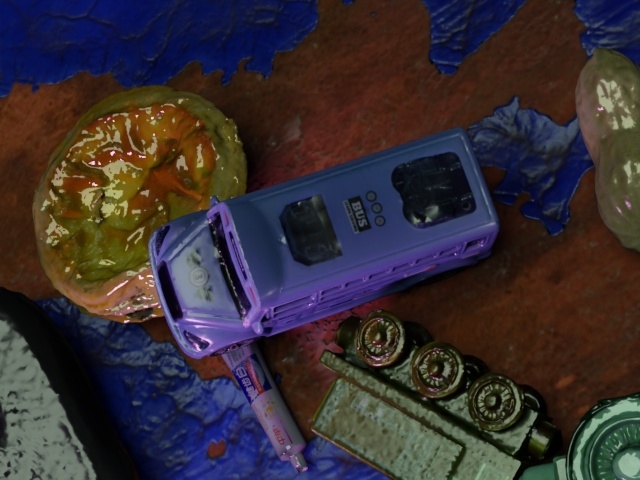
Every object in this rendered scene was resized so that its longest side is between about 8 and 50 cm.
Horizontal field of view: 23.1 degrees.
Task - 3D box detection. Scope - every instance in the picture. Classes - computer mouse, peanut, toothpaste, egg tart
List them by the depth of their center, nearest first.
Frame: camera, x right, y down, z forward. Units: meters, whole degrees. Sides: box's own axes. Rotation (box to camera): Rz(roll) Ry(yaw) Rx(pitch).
[{"bbox_3d":[0.263,-0.078,1.336,0.082,0.082,0.187,-16,69,18],"label":"peanut"},{"bbox_3d":[-0.053,0.141,1.438,0.045,0.028,0.170,-39,61,16],"label":"toothpaste"},{"bbox_3d":[-0.287,0.187,1.476,0.183,0.116,0.323,-34,71,8],"label":"computer mouse"},{"bbox_3d":[-0.164,-0.030,1.496,0.241,0.106,0.241,-9,69,23],"label":"egg tart"}]

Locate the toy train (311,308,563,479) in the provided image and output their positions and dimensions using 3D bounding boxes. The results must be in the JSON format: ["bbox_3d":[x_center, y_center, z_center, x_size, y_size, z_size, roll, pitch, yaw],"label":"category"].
[{"bbox_3d":[0.092,0.154,1.338,0.225,0.090,0.137,28,90,28],"label":"toy train"}]

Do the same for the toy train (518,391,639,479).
[{"bbox_3d":[0.368,0.234,1.152,0.442,0.179,0.272,-12,76,19],"label":"toy train"}]

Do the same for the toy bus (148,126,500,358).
[{"bbox_3d":[0.000,0.000,1.348,0.292,0.133,0.125,-18,80,-8],"label":"toy bus"}]
